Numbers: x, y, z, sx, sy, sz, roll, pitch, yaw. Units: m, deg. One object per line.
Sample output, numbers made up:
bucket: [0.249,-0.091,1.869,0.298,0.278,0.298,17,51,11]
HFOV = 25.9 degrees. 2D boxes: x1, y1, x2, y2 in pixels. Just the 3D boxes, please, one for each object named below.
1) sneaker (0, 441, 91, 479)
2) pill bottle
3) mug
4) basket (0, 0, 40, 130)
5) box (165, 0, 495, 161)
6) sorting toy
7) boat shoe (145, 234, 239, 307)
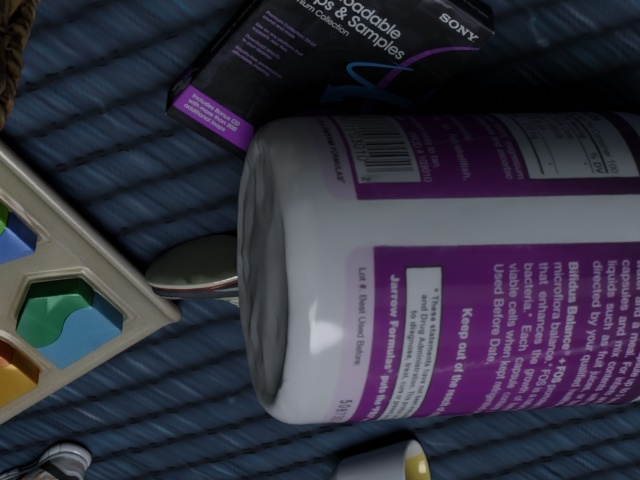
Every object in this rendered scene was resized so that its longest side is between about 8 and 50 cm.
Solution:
sneaker: [-0.215,0.191,1.036,0.040,0.044,0.109,36,124,-28]
pill bottle: [0.113,0.012,0.786,0.301,0.169,0.169,-2,131,-13]
mug: [0.045,0.186,1.020,0.064,0.062,0.078,-11,123,20]
basket: [-0.275,-0.107,0.620,0.213,0.299,0.223,-29,126,24]
box: [0.004,-0.101,0.796,0.116,0.029,0.162,31,123,-23]
sorting toy: [-0.226,0.040,0.912,0.208,0.038,0.193,-28,124,23]
boat shoe: [-0.043,0.022,0.885,0.137,0.049,0.043,-9,131,13]
